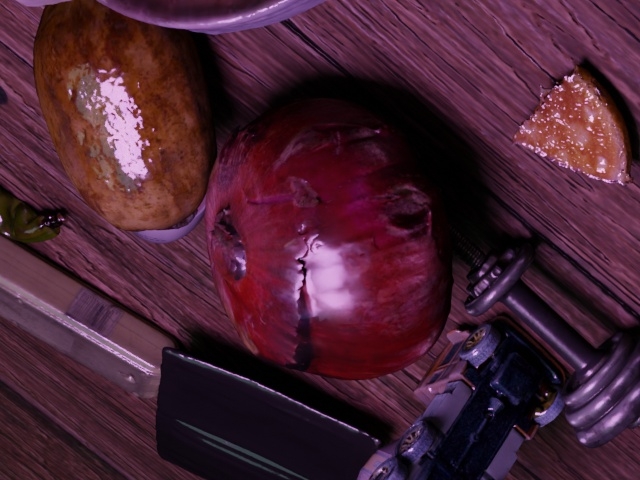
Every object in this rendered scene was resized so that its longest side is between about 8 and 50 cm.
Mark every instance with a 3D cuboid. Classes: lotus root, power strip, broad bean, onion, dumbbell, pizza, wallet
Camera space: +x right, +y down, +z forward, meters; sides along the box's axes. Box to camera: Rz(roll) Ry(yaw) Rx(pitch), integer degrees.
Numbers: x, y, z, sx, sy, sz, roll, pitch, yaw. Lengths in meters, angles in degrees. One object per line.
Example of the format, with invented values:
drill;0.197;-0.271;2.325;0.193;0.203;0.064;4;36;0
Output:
lotus root;-0.167;-0.130;1.596;0.145;0.128;0.260;0;118;32
power strip;-0.325;0.045;2.037;0.388;0.066;0.092;31;149;0
broad bean;-0.350;-0.045;1.950;0.195;0.046;0.061;24;135;6
onion;0.000;0.000;1.553;0.246;0.190;0.246;33;130;52
dumbbell;0.192;0.071;1.587;0.254;0.110;0.110;43;147;-2
pizza;0.196;-0.096;1.428;0.100;0.029;0.099;19;137;17
wallet;-0.062;0.224;2.037;0.247;0.041;0.323;22;154;5

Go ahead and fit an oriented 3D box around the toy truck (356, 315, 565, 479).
toy truck;0.101;0.194;1.681;0.108;0.256;0.140;42;153;-13

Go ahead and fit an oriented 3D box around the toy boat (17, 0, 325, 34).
toy boat;-0.117;-0.213;1.344;0.276;0.111;0.293;-8;174;44

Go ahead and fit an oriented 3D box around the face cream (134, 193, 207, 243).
face cream;-0.144;-0.045;1.731;0.091;0.091;0.095;30;156;6
